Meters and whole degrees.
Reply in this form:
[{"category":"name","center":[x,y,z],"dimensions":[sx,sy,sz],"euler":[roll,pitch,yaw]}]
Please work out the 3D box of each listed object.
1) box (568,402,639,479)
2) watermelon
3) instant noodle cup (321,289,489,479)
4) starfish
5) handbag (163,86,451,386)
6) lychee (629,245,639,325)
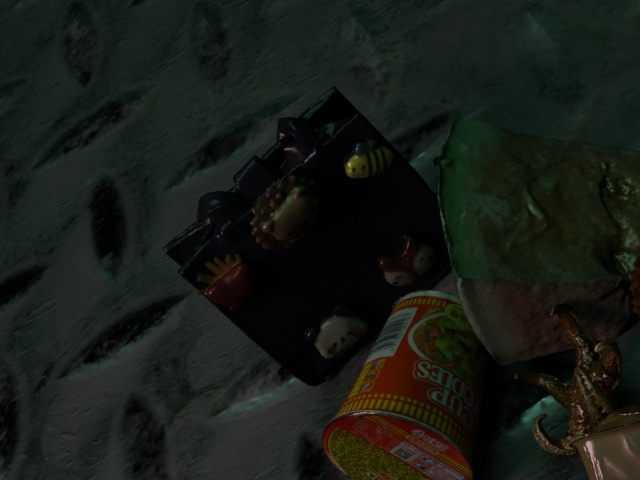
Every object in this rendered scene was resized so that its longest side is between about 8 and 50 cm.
[{"category":"box","center":[0.363,0.223,1.847],"dimensions":[0.177,0.111,0.111],"euler":[-17,48,29]},{"category":"watermelon","center":[0.262,0.006,2.039],"dimensions":[0.151,0.302,0.264],"euler":[111,165,-53]},{"category":"instant noodle cup","center":[0.119,0.181,2.043],"dimensions":[0.193,0.193,0.212],"euler":[-9,43,35]},{"category":"starfish","center":[0.294,0.151,1.936],"dimensions":[0.190,0.074,0.146],"euler":[120,151,-48]},{"category":"handbag","center":[0.000,0.000,2.164],"dimensions":[0.303,0.329,0.122],"euler":[-43,44,3]},{"category":"lychee","center":[0.439,0.046,1.863],"dimensions":[0.200,0.200,0.238],"euler":[-40,28,6]}]
